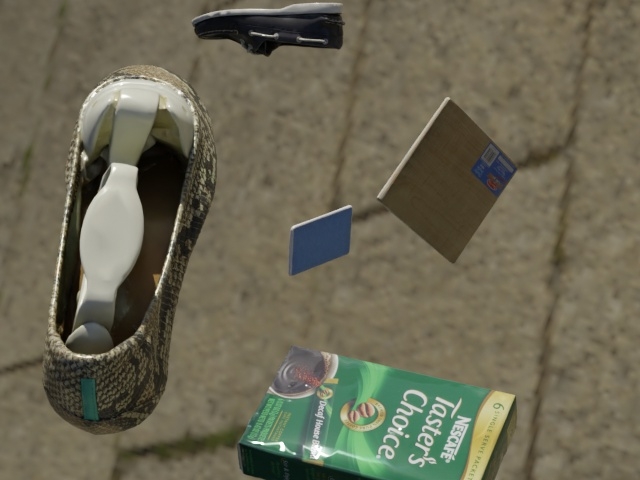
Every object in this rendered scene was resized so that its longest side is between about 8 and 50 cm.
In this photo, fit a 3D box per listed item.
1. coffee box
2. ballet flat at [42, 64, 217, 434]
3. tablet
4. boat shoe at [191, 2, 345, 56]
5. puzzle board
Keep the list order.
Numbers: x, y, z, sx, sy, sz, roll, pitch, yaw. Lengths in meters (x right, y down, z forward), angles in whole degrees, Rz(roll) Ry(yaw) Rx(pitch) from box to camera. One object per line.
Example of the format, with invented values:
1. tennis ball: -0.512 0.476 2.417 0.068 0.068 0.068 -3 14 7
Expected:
1. coffee box: 0.044 0.144 1.427 0.040 0.184 0.113 86 -155 -42
2. ballet flat: -0.197 -0.038 1.985 0.182 0.164 0.483 92 -177 -54
3. tablet: 0.000 0.000 1.874 0.006 0.083 0.054 26 124 39
4. boat shoe: -0.041 -0.162 1.497 0.046 0.125 0.038 -6 -86 -74
5. puzzle board: 0.101 -0.046 1.518 0.011 0.128 0.096 32 86 38
